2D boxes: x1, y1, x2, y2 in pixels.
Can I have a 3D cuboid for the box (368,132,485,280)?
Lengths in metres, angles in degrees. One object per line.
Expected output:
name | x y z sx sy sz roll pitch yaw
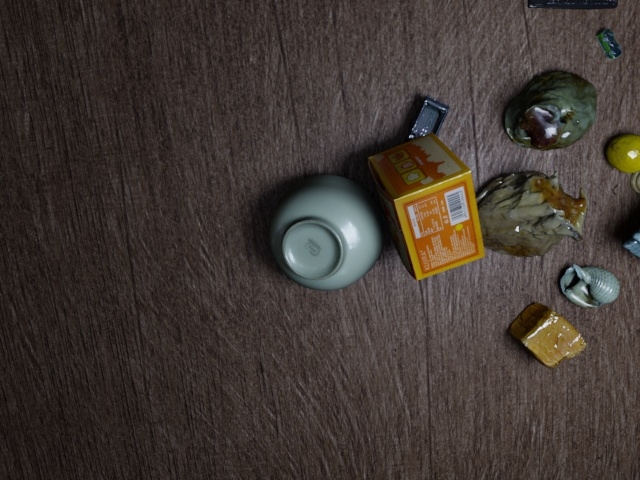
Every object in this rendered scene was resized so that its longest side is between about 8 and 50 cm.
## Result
box | 0.281 -0.092 1.209 0.214 0.259 0.283 -21 125 2

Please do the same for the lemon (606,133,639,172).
lemon | 0.900 -0.251 1.288 0.133 0.109 0.109 28 100 -7

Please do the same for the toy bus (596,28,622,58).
toy bus | 0.827 -0.561 1.270 0.031 0.037 0.083 -34 99 6

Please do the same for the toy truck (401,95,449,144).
toy truck | 0.300 -0.317 1.297 0.083 0.092 0.192 23 100 -4

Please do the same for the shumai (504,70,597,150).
shumai | 0.673 -0.356 1.230 0.272 0.203 0.222 -37 98 3

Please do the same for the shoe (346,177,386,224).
shoe | 0.130 -0.108 1.347 0.079 0.078 0.195 -42 101 8

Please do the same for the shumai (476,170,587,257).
shumai | 0.595 -0.060 1.255 0.314 0.262 0.267 -8 99 4

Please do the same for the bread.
bread | 0.694 0.297 1.374 0.143 0.149 0.158 -42 97 4

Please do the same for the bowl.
bowl | 0.000 0.000 1.273 0.354 0.185 0.353 5 109 14

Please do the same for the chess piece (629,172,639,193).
chess piece | 0.985 -0.166 1.254 0.090 0.200 0.090 0 100 2

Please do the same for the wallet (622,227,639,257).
wallet | 1.008 -0.066 1.191 0.237 0.075 0.342 21 120 -34

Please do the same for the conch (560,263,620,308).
conch | 0.829 0.140 1.365 0.153 0.102 0.135 40 113 27

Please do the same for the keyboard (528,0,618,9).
keyboard | 0.719 -0.698 1.257 0.251 0.017 0.087 2 99 0
